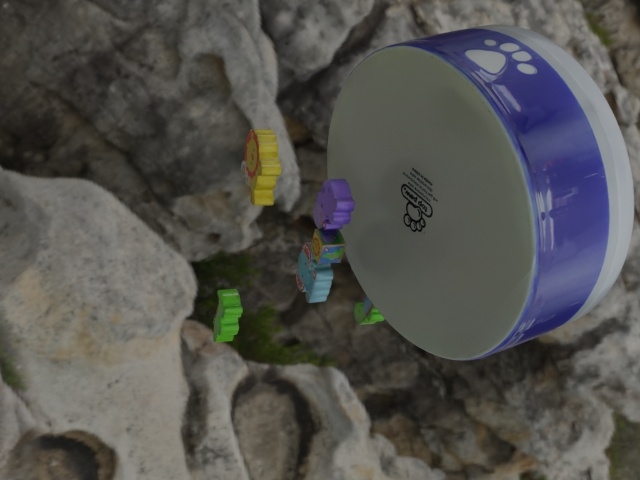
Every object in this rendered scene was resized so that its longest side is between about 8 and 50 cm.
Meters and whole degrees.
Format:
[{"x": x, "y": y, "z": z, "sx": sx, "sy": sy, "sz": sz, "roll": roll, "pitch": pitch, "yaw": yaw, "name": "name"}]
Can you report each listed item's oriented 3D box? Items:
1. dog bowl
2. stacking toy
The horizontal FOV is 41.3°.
[{"x": 0.118, "y": -0.039, "z": 0.708, "sx": 0.104, "sy": 0.265, "sz": 0.265, "roll": -16, "pitch": 87, "yaw": -29, "name": "dog bowl"}, {"x": 0.000, "y": 0.000, "z": 0.748, "sx": 0.166, "sy": 0.221, "sz": 0.052, "roll": -2, "pitch": 42, "yaw": -23, "name": "stacking toy"}]
